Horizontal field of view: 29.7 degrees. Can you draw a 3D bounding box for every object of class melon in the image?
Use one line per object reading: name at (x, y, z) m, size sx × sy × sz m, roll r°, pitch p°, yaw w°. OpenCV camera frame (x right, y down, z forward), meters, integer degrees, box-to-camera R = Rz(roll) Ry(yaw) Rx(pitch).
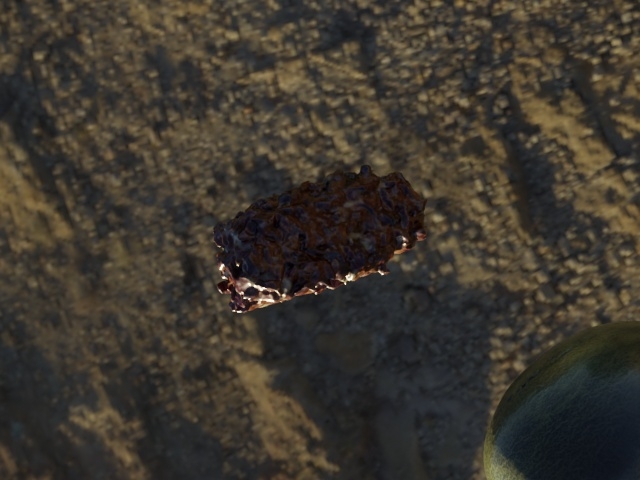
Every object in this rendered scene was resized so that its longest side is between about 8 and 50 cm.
melon at (0.143, 0.097, 0.621) m, size 0.131 × 0.098 × 0.098 m, roll -49°, pitch 67°, yaw 9°

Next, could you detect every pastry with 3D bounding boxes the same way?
pastry at (-0.001, -0.002, 1.154) m, size 0.115 × 0.208 × 0.097 m, roll 66°, pitch 157°, yaw 5°
